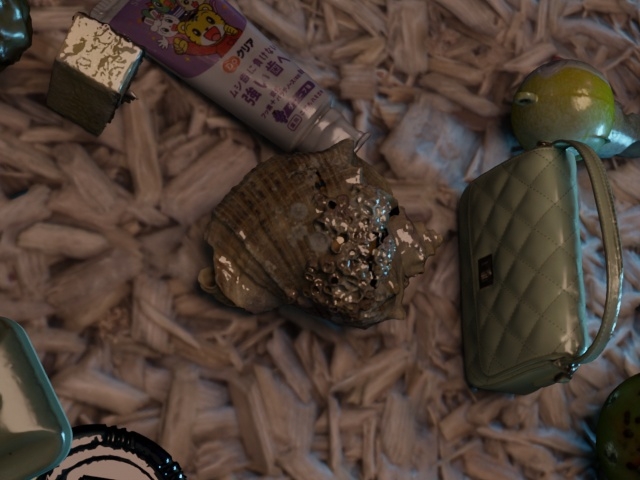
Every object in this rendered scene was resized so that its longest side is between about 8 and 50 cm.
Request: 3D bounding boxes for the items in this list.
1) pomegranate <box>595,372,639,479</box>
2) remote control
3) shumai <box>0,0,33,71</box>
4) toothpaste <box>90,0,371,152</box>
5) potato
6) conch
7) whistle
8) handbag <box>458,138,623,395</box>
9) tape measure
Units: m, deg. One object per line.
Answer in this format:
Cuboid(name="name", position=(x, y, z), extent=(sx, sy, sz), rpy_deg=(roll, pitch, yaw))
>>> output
Cuboid(name="pomegranate", position=(0.378, 0.195, 1.318), extent=(0.220, 0.156, 0.156), rpy_deg=(-33, 86, -34))
Cuboid(name="remote control", position=(-0.357, 0.179, 0.951), extent=(0.335, 0.065, 0.128), rpy_deg=(-27, 81, -3))
Cuboid(name="shumai", position=(-0.396, -0.188, 1.112), extent=(0.256, 0.189, 0.218), rpy_deg=(29, 76, -28))
Cuboid(name="toothpaste", position=(-0.084, -0.177, 1.299), extent=(0.299, 0.073, 0.114), rpy_deg=(39, 73, -1))
Cuboid(name="potato", position=(-0.213, -0.152, 1.196), extent=(0.086, 0.122, 0.061), rpy_deg=(31, 65, -6))
Cuboid(name="conch", position=(0.000, 0.000, 1.227), extent=(0.245, 0.163, 0.178), rpy_deg=(-10, 72, -10))
Cuboid(name="whistle", position=(0.301, -0.142, 1.438), extent=(0.223, 0.123, 0.123), rpy_deg=(12, 65, -35))
Cuboid(name="handbag", position=(0.220, 0.021, 1.269), extent=(0.079, 0.219, 0.256), rpy_deg=(10, 65, -24))
Cuboid(name="tape measure", position=(-0.194, 0.244, 1.055), extent=(0.199, 0.112, 0.186), rpy_deg=(11, 64, -22))
